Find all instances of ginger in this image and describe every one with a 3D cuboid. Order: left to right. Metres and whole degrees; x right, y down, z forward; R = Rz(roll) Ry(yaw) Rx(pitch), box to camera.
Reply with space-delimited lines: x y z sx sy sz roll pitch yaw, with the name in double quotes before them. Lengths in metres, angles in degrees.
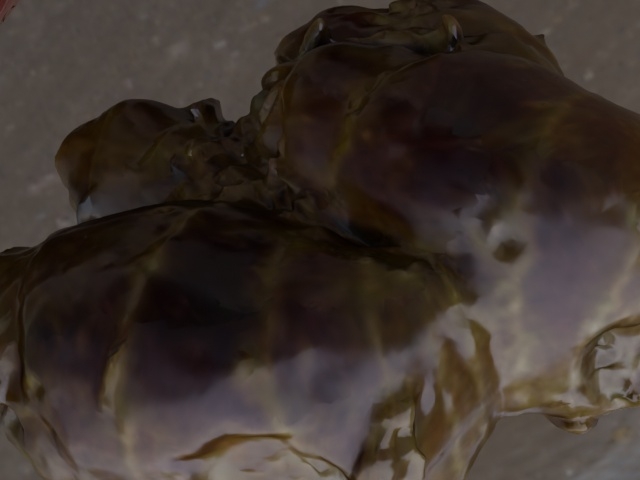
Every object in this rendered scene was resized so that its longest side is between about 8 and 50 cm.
"ginger" -0.009 0.007 0.723 0.358 0.274 0.152 -28 149 -4

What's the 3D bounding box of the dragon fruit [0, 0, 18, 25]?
"dragon fruit" -0.300 -0.196 0.885 0.301 0.295 0.296 -54 148 9
